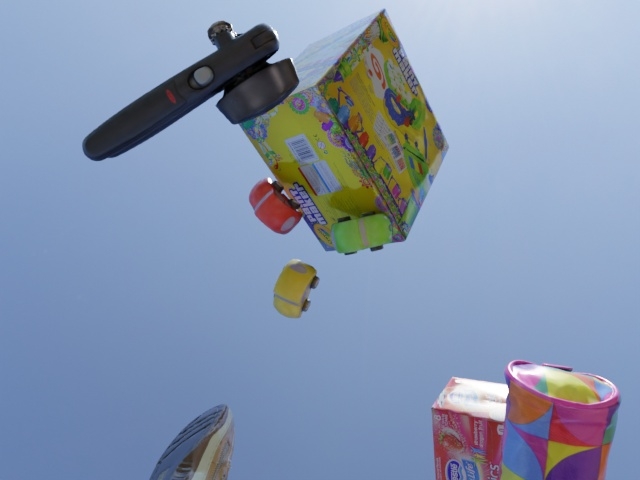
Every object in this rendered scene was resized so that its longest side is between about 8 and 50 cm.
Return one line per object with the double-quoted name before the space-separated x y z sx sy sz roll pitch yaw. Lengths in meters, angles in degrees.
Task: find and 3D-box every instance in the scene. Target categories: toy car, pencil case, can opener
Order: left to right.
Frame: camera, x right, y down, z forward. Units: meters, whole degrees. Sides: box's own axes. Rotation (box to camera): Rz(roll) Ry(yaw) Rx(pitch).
"can opener" -0.111 -0.115 0.409 0.186 0.059 0.073 -26 -86 2
"toy car" 0.000 0.000 0.798 0.224 0.053 0.239 -12 -88 19
"pencil case" 0.203 0.229 0.461 0.104 0.104 0.237 5 -78 3

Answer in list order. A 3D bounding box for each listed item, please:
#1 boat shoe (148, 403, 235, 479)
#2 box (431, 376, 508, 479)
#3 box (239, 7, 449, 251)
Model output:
"boat shoe" -0.109 0.222 0.444 0.068 0.190 0.072 -34 -82 17
"box" 0.264 0.369 0.822 0.128 0.122 0.257 0 -77 31
"box" 0.059 -0.184 0.880 0.177 0.290 0.279 -9 -144 40
